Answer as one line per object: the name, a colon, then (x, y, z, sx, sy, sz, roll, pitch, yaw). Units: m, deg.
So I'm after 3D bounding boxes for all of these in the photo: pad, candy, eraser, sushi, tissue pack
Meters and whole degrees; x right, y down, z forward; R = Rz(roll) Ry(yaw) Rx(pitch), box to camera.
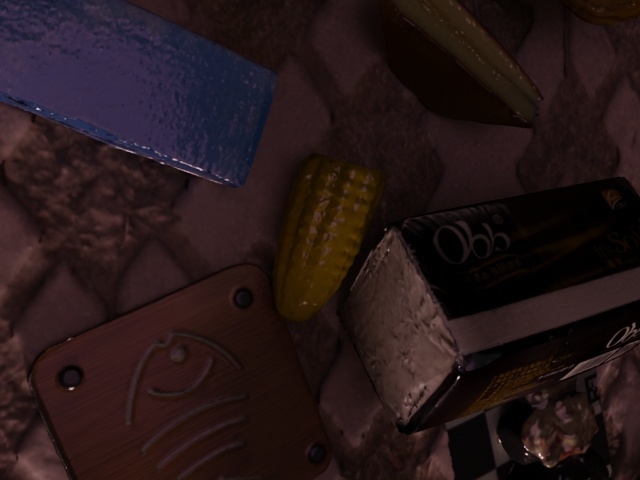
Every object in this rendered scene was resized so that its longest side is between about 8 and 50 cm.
pad: (-0.142, 0.198, 0.818, 0.286, 0.018, 0.284, -25, 102, -26)
candy: (0.000, 0.000, 0.844, 0.106, 0.094, 0.199, 21, 88, -32)
eraser: (-0.201, -0.171, 0.760, 0.311, 0.042, 0.144, 20, 82, -27)
sushi: (0.324, 0.258, 1.012, 0.296, 0.100, 0.373, -14, 98, -26)
tissue pack: (0.238, 0.073, 0.873, 0.369, 0.210, 0.198, -10, 55, -27)

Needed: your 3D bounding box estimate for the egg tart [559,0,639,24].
egg tart: (0.347, -0.445, 0.974, 0.351, 0.153, 0.340, -40, 109, -21)

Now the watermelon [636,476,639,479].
watermelon: (0.559, 0.440, 1.056, 0.268, 0.269, 0.269, -1, 92, -27)

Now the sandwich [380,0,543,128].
sandwich: (0.166, -0.230, 0.921, 0.258, 0.096, 0.094, 39, 68, -21)
